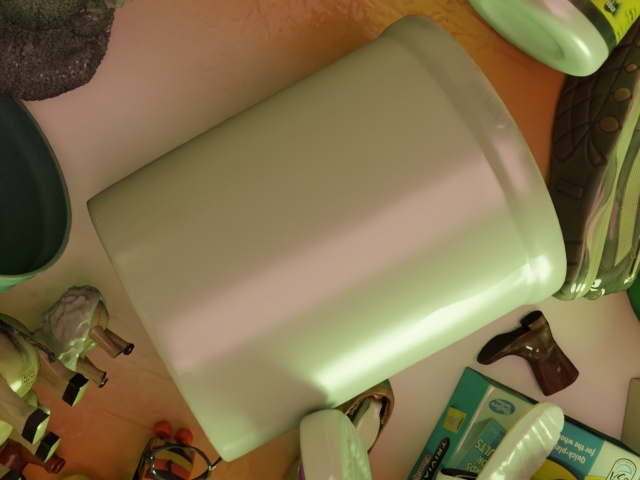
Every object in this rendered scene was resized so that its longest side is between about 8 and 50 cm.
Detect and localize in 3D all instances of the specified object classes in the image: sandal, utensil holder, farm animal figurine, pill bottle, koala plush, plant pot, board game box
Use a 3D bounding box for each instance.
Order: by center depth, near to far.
[{"bbox_3d":[-0.263,-0.244,1.077,0.196,0.221,0.203,8,84,-17],"label":"koala plush"},{"bbox_3d":[-0.414,-0.043,1.088,0.196,0.293,0.293,-33,111,21],"label":"plant pot"},{"bbox_3d":[-0.369,0.196,1.129,0.172,0.330,0.327,36,108,5],"label":"farm animal figurine"},{"bbox_3d":[0.000,0.000,1.177,0.385,0.327,0.328,-28,108,-5],"label":"utensil holder"},{"bbox_3d":[0.008,0.293,1.213,0.102,0.169,0.416,-8,143,5],"label":"sandal"},{"bbox_3d":[0.320,-0.365,1.255,0.188,0.188,0.334,37,90,-19],"label":"pill bottle"},{"bbox_3d":[0.185,0.280,1.327,0.102,0.076,0.265,19,109,-43],"label":"sandal"},{"bbox_3d":[0.220,0.364,1.438,0.253,0.079,0.336,26,93,-19],"label":"board game box"}]

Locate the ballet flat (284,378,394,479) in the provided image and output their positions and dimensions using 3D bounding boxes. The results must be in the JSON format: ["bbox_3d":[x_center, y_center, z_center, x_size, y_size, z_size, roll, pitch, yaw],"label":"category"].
[{"bbox_3d":[0.018,0.262,1.362,0.080,0.073,0.232,24,95,-19],"label":"ballet flat"}]

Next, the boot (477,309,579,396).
[{"bbox_3d":[0.262,0.160,1.432,0.106,0.037,0.114,-34,113,-5],"label":"boot"}]

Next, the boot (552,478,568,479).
[{"bbox_3d":[0.262,0.436,1.361,0.283,0.109,0.220,-52,127,-11],"label":"boot"}]

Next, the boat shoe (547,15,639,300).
[{"bbox_3d":[0.356,-0.097,1.367,0.130,0.132,0.356,6,109,-27],"label":"boat shoe"}]

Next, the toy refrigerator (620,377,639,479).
[{"bbox_3d":[0.449,0.322,1.486,0.102,0.094,0.270,4,100,-16],"label":"toy refrigerator"}]

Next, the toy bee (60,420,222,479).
[{"bbox_3d":[-0.178,0.294,1.287,0.298,0.162,0.195,-39,113,23],"label":"toy bee"}]

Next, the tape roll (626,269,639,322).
[{"bbox_3d":[0.546,0.014,1.458,0.321,0.077,0.321,-3,102,-15],"label":"tape roll"}]
